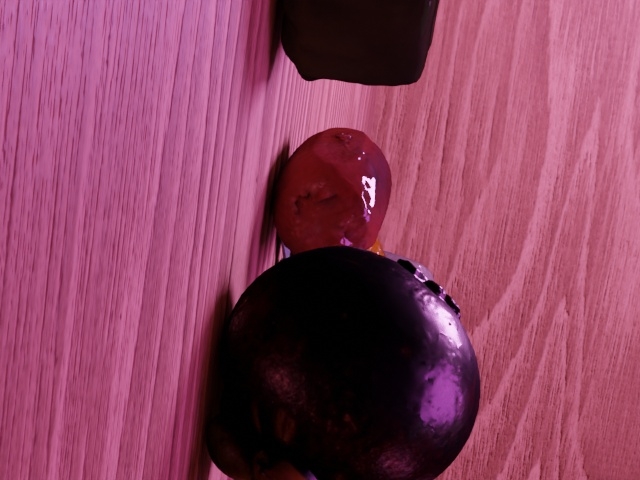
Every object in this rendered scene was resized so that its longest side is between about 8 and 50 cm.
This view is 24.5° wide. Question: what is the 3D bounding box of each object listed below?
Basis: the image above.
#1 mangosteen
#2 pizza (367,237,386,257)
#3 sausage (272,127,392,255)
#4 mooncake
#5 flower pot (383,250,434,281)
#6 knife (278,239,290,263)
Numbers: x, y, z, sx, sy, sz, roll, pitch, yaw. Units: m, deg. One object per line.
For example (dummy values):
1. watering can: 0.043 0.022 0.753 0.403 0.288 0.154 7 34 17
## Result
1. mangosteen: 0.012 0.176 1.637 0.347 0.307 0.307 -50 174 -2
2. pizza: 0.042 0.005 2.534 0.034 0.181 0.262 -42 -132 38
3. sausage: 0.017 -0.058 1.931 0.280 0.152 0.152 -67 166 -68
4. mooncake: 0.060 -0.346 1.703 0.351 0.187 0.351 13 90 -84
5. flower pot: 0.089 0.120 2.668 0.246 0.246 0.195 68 37 -81
6. knife: -0.045 0.015 2.073 0.260 0.034 0.063 88 13 -51
